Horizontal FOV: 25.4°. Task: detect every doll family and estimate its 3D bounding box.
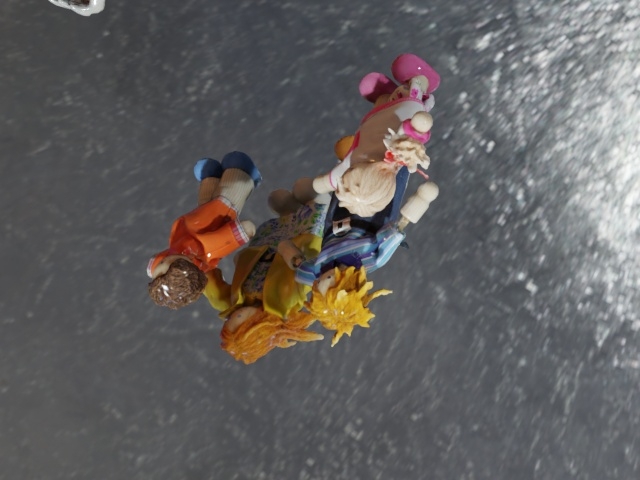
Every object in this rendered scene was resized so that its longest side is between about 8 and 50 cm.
[{"bbox_3d":[0.000,0.000,0.948,0.263,0.163,0.118,-26,120,35],"label":"doll family"}]

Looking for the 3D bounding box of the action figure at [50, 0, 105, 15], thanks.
[{"bbox_3d":[-0.201,-0.259,1.028,0.164,0.276,0.141,54,143,26],"label":"action figure"}]
